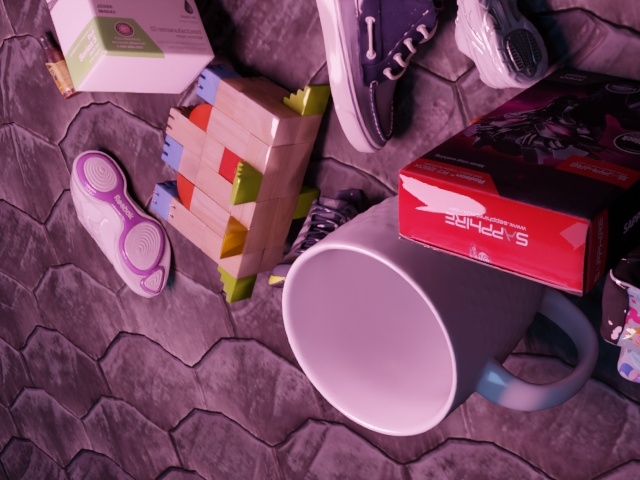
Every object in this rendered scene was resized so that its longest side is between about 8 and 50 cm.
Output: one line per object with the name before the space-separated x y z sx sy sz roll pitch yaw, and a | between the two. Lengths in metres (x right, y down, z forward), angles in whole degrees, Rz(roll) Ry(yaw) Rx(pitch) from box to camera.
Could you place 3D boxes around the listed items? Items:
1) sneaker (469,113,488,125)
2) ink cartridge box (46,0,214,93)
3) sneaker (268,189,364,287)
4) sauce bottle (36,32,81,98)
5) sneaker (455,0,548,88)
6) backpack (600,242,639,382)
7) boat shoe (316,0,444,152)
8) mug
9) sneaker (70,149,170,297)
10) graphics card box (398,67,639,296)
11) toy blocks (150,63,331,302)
sneaker | 0.278 -0.112 1.462 0.175 0.064 0.067 35 153 30
ink cartridge box | -0.311 -0.374 1.684 0.115 0.198 0.273 -38 66 45
sneaker | 0.000 0.000 1.619 0.111 0.300 0.121 8 107 12
sauce bottle | -0.499 -0.333 2.057 0.042 0.042 0.128 -26 93 47
sneaker | 0.203 -0.298 1.393 0.115 0.090 0.232 -10 98 64
backpack | 0.472 0.079 1.262 0.253 0.225 0.191 11 124 27
boat shoe | 0.097 -0.270 1.487 0.158 0.127 0.341 1 130 21
mug | 0.192 0.087 1.446 0.374 0.328 0.276 34 133 24
sneaker | -0.391 -0.026 2.106 0.305 0.114 0.152 62 151 1
graphics card box | 0.285 -0.084 1.230 0.232 0.371 0.094 18 125 36
toy blocks | -0.152 -0.132 1.771 0.261 0.190 0.381 37 124 33
